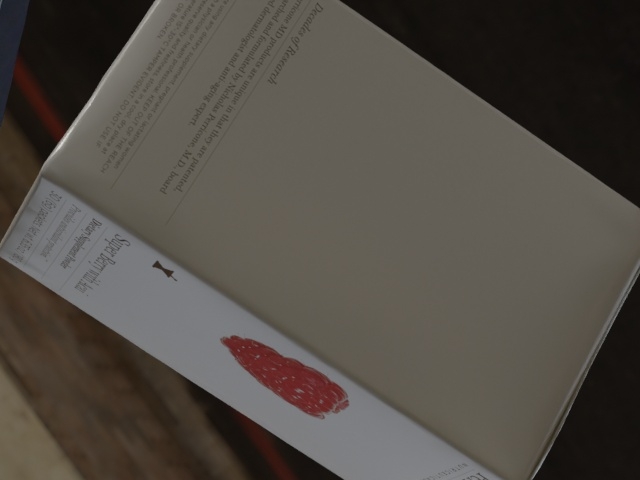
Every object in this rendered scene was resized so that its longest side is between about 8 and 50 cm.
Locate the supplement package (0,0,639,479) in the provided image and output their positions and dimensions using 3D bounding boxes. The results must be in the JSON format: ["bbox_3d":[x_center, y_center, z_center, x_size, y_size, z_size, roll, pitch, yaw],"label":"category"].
[{"bbox_3d":[0.000,0.000,1.033,0.293,0.175,0.177,33,159,-6],"label":"supplement package"}]

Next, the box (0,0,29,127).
[{"bbox_3d":[-0.321,-0.137,0.646,0.343,0.312,0.179,24,108,30],"label":"box"}]
